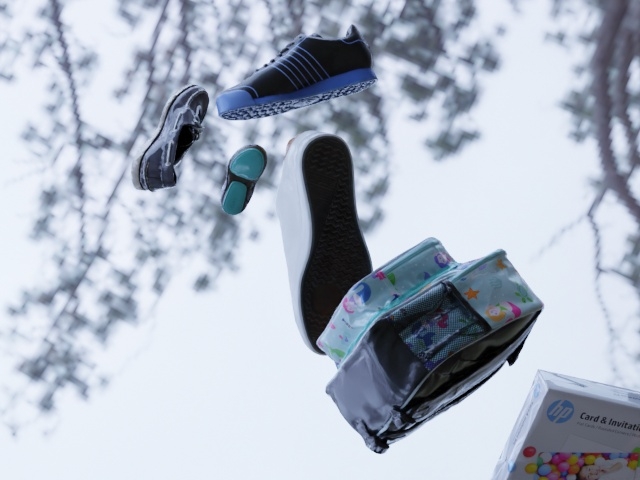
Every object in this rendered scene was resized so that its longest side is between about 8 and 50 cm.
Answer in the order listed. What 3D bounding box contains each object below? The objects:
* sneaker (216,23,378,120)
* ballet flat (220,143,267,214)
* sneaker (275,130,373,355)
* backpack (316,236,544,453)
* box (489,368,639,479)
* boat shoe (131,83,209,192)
[{"bbox_3d":[-0.040,-0.228,2.214,0.232,0.090,0.081,-15,-8,-18],"label":"sneaker"},{"bbox_3d":[-0.085,-0.077,1.811,0.041,0.041,0.114,-38,-17,-41],"label":"ballet flat"},{"bbox_3d":[0.000,0.000,2.117,0.106,0.123,0.290,-4,-81,-20],"label":"sneaker"},{"bbox_3d":[0.133,0.111,1.950,0.254,0.191,0.225,-25,-18,-26],"label":"backpack"},{"bbox_3d":[0.234,0.217,1.503,0.038,0.145,0.186,-111,38,-62],"label":"box"},{"bbox_3d":[-0.188,-0.139,2.231,0.206,0.065,0.075,-62,-32,-42],"label":"boat shoe"}]
